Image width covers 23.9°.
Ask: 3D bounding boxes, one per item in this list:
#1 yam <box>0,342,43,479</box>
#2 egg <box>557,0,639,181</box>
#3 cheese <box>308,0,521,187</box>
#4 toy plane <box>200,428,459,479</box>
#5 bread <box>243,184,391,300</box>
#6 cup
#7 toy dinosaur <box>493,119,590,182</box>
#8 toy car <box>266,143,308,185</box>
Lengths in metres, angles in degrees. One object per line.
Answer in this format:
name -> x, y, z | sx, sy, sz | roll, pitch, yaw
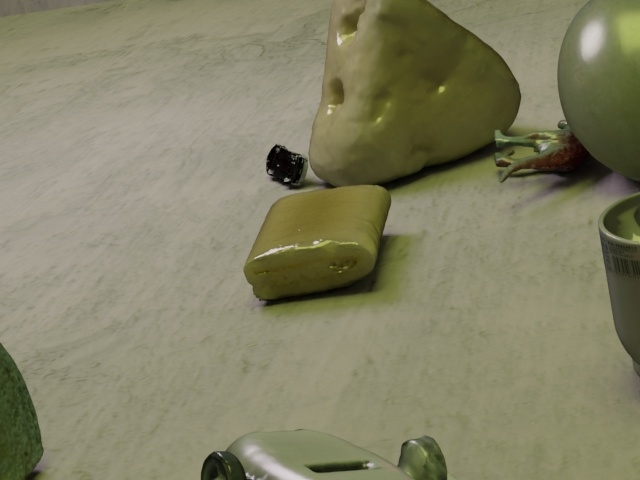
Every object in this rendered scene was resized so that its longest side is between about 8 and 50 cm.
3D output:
yam -> -0.395, 0.151, 1.185 | 0.271, 0.201, 0.202 | -13, 18, 13
egg -> 0.348, -0.160, 1.631 | 0.183, 0.183, 0.217 | -5, 59, 16
cheese -> 0.112, -0.161, 1.844 | 0.248, 0.251, 0.173 | 20, -8, -24
toy plane -> 0.013, 0.191, 0.937 | 0.267, 0.122, 0.267 | 6, 11, -1
bread -> 0.000, 0.000, 1.561 | 0.139, 0.060, 0.178 | -8, 20, 13
cup -> 0.287, 0.036, 1.184 | 0.134, 0.142, 0.173 | -13, 20, -5
toy dinosaur -> 0.269, -0.100, 1.698 | 0.167, 0.053, 0.242 | 3, 15, 18
toy car -> -0.042, -0.094, 1.875 | 0.025, 0.041, 0.093 | 15, 8, -27
